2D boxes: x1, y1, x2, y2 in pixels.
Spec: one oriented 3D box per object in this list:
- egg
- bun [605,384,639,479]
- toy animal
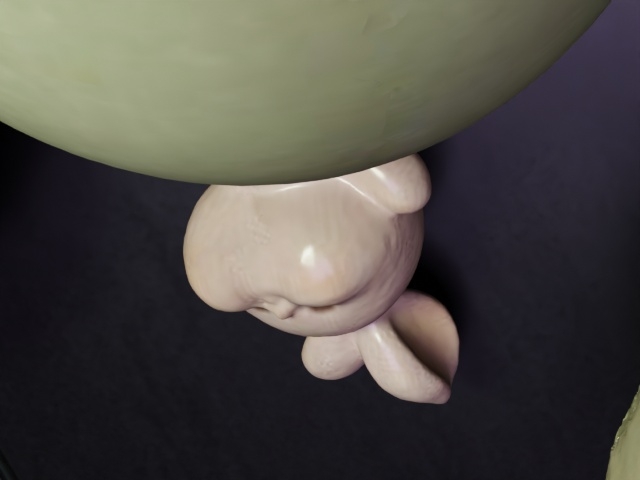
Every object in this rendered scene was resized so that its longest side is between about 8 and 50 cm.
[{"bbox_3d":[-0.028,-0.163,0.398,0.278,0.278,0.336,8,166,8],"label":"egg"},{"bbox_3d":[0.299,0.116,0.578,0.359,0.211,0.360,4,106,14],"label":"bun"},{"bbox_3d":[-0.002,0.001,0.631,0.124,0.124,0.213,-10,115,18],"label":"toy animal"}]
